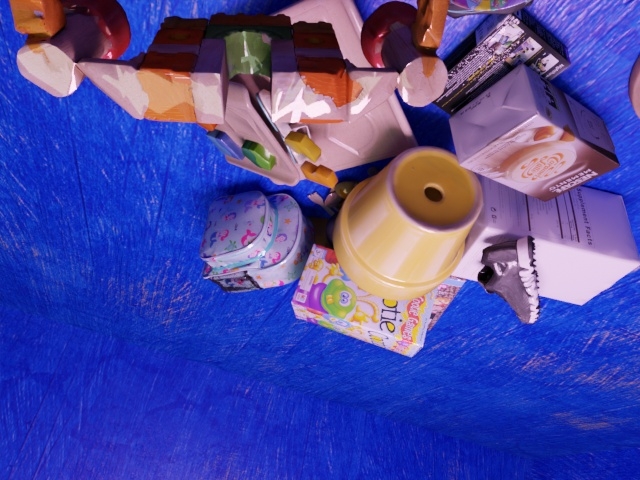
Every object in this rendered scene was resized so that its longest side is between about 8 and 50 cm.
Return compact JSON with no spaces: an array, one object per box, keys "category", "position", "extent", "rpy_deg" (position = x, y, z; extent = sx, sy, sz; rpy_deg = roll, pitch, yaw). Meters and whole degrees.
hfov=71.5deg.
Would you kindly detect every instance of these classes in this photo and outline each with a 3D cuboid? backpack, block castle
[{"category":"backpack","position":[-0.147,-0.003,1.054],"extent":[0.254,0.225,0.191],"rpy_deg":[-5,148,17]},{"category":"block castle","position":[-0.075,-0.305,0.451],"extent":[0.453,0.212,0.303],"rpy_deg":[-1,131,-7]}]

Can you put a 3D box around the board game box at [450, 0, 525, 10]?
[{"category":"board game box","position":[0.202,-0.349,0.502],"extent":[0.133,0.168,0.033],"rpy_deg":[-13,168,22]}]

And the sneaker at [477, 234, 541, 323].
[{"category":"sneaker","position":[0.355,0.079,0.841],"extent":[0.106,0.078,0.234],"rpy_deg":[-5,138,27]}]

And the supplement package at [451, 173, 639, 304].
[{"category":"supplement package","position":[0.437,-0.010,0.909],"extent":[0.293,0.175,0.177],"rpy_deg":[14,145,-2]}]

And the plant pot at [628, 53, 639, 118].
[{"category":"plant pot","position":[0.582,-0.221,0.623],"extent":[0.237,0.109,0.237],"rpy_deg":[8,145,6]}]

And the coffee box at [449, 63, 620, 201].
[{"category":"coffee box","position":[0.352,-0.162,0.728],"extent":[0.247,0.098,0.141],"rpy_deg":[13,151,-32]}]

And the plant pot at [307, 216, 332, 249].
[{"category":"plant pot","position":[0.000,0.000,1.134],"extent":[0.081,0.083,0.081],"rpy_deg":[6,146,8]}]

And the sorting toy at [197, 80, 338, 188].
[{"category":"sorting toy","position":[-0.123,-0.178,0.778],"extent":[0.307,0.041,0.229],"rpy_deg":[24,161,32]}]

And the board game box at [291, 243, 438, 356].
[{"category":"board game box","position":[0.094,0.132,0.968],"extent":[0.275,0.144,0.142],"rpy_deg":[17,159,9]}]

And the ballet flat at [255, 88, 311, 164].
[{"category":"ballet flat","position":[-0.054,-0.202,0.771],"extent":[0.052,0.057,0.168],"rpy_deg":[-24,142,8]}]

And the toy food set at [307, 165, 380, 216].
[{"category":"toy food set","position":[0.075,-0.089,1.023],"extent":[0.192,0.038,0.132],"rpy_deg":[-20,135,37]}]

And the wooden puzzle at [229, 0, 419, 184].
[{"category":"wooden puzzle","position":[-0.031,-0.252,0.796],"extent":[0.348,0.080,0.322],"rpy_deg":[-6,142,31]}]

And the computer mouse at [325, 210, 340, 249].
[{"category":"computer mouse","position":[0.148,-0.010,0.972],"extent":[0.272,0.188,0.072],"rpy_deg":[11,166,-3]}]

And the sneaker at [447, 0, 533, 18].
[{"category":"sneaker","position":[0.268,-0.357,0.555],"extent":[0.267,0.101,0.106],"rpy_deg":[-2,160,26]}]

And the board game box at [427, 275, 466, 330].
[{"category":"board game box","position":[0.215,0.095,1.155],"extent":[0.232,0.141,0.291],"rpy_deg":[11,146,1]}]

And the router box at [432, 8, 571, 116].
[{"category":"router box","position":[0.272,-0.264,0.706],"extent":[0.133,0.046,0.179],"rpy_deg":[26,144,-22]}]

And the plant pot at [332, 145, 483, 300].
[{"category":"plant pot","position":[0.166,-0.039,0.818],"extent":[0.254,0.254,0.239],"rpy_deg":[14,157,-3]}]
